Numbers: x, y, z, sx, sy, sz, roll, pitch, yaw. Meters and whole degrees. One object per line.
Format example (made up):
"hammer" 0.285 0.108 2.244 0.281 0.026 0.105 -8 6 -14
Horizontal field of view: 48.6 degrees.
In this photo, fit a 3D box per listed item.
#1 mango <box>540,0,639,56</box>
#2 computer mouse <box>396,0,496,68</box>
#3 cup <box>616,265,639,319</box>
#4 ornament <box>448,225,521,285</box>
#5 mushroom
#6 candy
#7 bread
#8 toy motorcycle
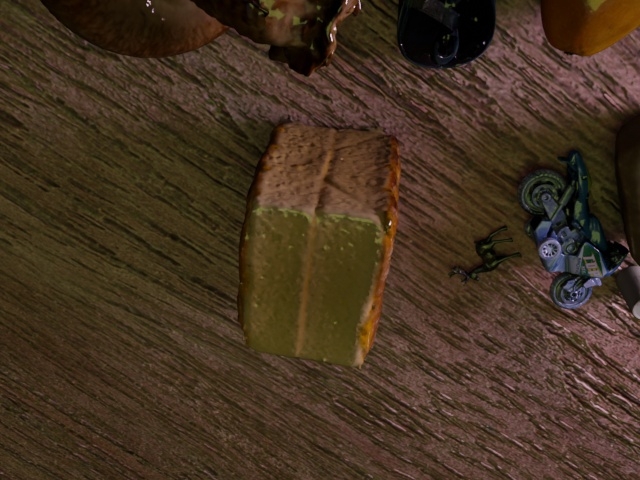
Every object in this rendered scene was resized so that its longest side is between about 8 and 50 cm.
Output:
"mango" 0.372 -0.340 0.862 0.138 0.113 0.253 42 113 -7
"computer mouse" 0.164 -0.327 0.907 0.137 0.096 0.233 -2 123 8
"cup" 0.531 0.088 1.156 0.075 0.083 0.054 10 124 -2
"ornament" 0.267 0.030 1.183 0.125 0.028 0.073 -26 118 21
"mushroom" -0.174 -0.326 0.821 0.334 0.356 0.331 -9 166 -34
"candy" 0.493 -0.071 1.040 0.102 0.104 0.234 -11 122 20
"bread" 0.000 0.000 1.041 0.207 0.279 0.279 9 125 1
"toy motorcycle" 0.397 -0.012 1.103 0.135 0.092 0.254 -21 110 10
